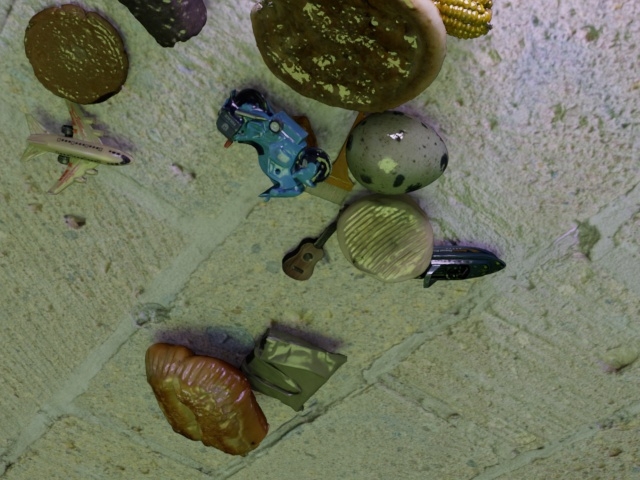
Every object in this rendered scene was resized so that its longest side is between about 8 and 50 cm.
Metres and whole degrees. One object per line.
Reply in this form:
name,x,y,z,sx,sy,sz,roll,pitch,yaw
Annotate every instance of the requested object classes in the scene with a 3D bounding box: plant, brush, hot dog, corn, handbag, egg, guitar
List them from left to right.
plant,-0.298,-0.469,1.165,0.129,0.132,0.194,-15,132,13
hot dog,-0.358,0.451,1.874,0.367,0.196,0.365,11,143,23
handbag,-0.100,0.389,1.874,0.253,0.109,0.316,26,133,-10
guitar,0.000,-0.002,1.583,0.084,0.038,0.271,28,122,-23
brush,0.058,-0.193,1.434,0.103,0.013,0.272,21,128,-12
egg,0.164,-0.182,1.329,0.228,0.177,0.177,8,131,-18
corn,0.165,-0.449,1.154,0.313,0.102,0.102,13,130,-4

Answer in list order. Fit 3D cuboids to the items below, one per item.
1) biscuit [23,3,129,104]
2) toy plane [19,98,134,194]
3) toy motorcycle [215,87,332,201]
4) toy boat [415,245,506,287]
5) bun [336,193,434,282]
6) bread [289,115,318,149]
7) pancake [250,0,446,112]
biscuit,-0.507,-0.385,1.311,0.226,0.042,0.225,4,130,5
toy plane,-0.545,-0.207,1.423,0.244,0.092,0.228,10,102,-15
toy motorcycle,-0.112,-0.192,1.342,0.272,0.123,0.182,43,122,1
toy boat,0.338,0.062,1.564,0.246,0.103,0.093,0,142,1
bun,0.159,-0.013,1.491,0.237,0.116,0.210,38,104,-6
bread,-0.045,-0.214,1.401,0.074,0.053,0.132,-10,125,14
pancake,0.035,-0.378,1.167,0.382,0.071,0.382,17,149,11
